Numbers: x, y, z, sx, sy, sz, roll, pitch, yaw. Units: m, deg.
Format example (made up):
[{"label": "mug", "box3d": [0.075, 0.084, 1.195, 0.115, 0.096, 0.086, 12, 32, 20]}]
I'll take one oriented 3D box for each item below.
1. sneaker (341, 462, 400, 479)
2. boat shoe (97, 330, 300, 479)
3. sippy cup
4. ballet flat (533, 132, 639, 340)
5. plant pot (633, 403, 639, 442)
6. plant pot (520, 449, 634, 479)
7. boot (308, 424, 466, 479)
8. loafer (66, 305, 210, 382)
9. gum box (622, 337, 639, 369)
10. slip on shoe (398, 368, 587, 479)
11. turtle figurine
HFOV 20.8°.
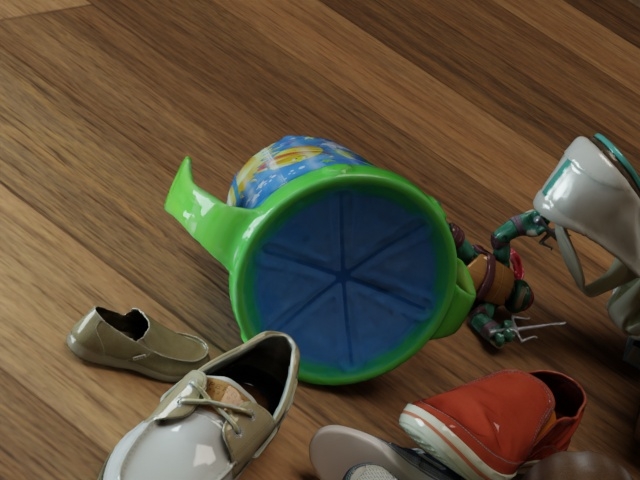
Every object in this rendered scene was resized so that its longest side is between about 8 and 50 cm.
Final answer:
[{"label": "sneaker", "box3d": [0.109, 0.274, 1.490, 0.110, 0.122, 0.283, -9, 41, -30]}, {"label": "boat shoe", "box3d": [-0.103, 0.164, 1.535, 0.113, 0.103, 0.302, 30, 26, 6]}, {"label": "sippy cup", "box3d": [0.000, 0.000, 1.828, 0.305, 0.240, 0.224, 59, -1, -27]}, {"label": "ballet flat", "box3d": [0.371, 0.035, 2.061, 0.400, 0.139, 0.139, 47, 12, -36]}, {"label": "plant pot", "box3d": [0.506, 0.163, 1.936, 0.280, 0.323, 0.323, 15, 24, 11]}, {"label": "plant pot", "box3d": [0.241, 0.280, 1.599, 0.167, 0.167, 0.165, 25, 19, -5]}, {"label": "boot", "box3d": [0.075, 0.223, 1.654, 0.190, 0.069, 0.086, 32, 17, -6]}, {"label": "loafer", "box3d": [-0.166, 0.097, 1.661, 0.148, 0.050, 0.056, 10, 31, -32]}, {"label": "gum box", "box3d": [0.467, 0.136, 2.203, 0.157, 0.041, 0.184, 28, 27, 3]}, {"label": "slip on shoe", "box3d": [0.174, 0.173, 1.712, 0.123, 0.101, 0.331, 37, 14, 25]}, {"label": "turtle figurine", "box3d": [0.195, 0.044, 2.039, 0.234, 0.118, 0.175, 21, 65, -32]}]
